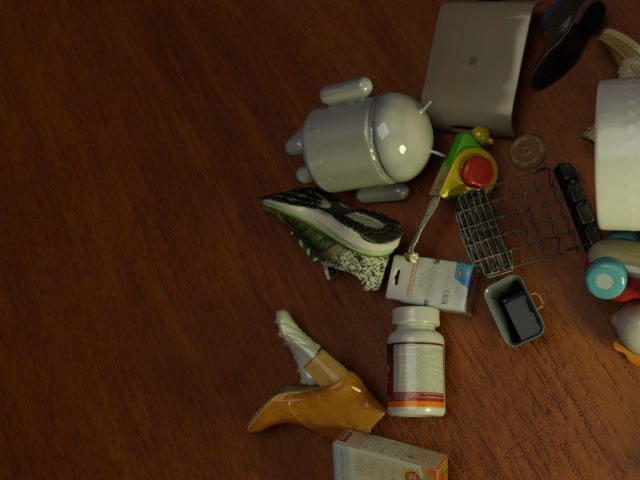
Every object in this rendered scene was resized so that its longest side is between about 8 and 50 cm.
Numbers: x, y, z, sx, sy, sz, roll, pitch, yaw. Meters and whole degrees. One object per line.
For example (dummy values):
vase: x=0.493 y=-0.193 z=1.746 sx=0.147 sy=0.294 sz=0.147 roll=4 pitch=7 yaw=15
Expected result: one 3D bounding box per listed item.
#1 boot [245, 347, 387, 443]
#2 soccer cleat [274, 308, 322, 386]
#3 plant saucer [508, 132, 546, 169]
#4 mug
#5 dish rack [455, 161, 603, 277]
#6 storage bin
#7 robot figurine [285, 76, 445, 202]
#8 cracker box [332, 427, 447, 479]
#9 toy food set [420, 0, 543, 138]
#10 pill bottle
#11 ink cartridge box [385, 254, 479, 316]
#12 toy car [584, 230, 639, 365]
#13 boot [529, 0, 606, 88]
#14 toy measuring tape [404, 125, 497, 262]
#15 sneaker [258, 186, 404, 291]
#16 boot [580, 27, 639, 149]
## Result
boot: x=-0.011 y=0.394 z=1.879 sx=0.211 sy=0.104 sz=0.295 roll=47 pitch=114 yaw=6
soccer cleat: x=-0.039 y=0.237 z=1.960 sx=0.076 sy=0.068 sz=0.196 roll=-31 pitch=73 yaw=15
plant saucer: x=0.443 y=-0.193 z=1.855 sx=0.083 sy=0.015 sz=0.083 roll=-7 pitch=74 yaw=25
mug: x=0.673 y=-0.192 z=1.546 sx=0.328 sy=0.276 sz=0.374 roll=1 pitch=52 yaw=22
dish rack: x=0.419 y=-0.037 z=1.757 sx=0.271 sy=0.074 sz=0.208 roll=-17 pitch=68 yaw=6
storage bin: x=0.405 y=0.144 z=1.743 sx=0.098 sy=0.091 sz=0.135 roll=-30 pitch=67 yaw=17
robot figurine: x=0.100 y=-0.216 z=1.918 sx=0.353 sy=0.300 sz=0.200 roll=-8 pitch=31 yaw=31
cracker box: x=0.142 y=0.489 z=1.763 sx=0.232 sy=0.067 sz=0.156 roll=8 pitch=113 yaw=27
toy food set: x=0.356 y=-0.384 z=1.912 sx=0.219 sy=0.092 sz=0.306 roll=11 pitch=90 yaw=33
pill bottle: x=0.199 y=0.254 z=1.801 sx=0.121 sy=0.121 sz=0.221 roll=-6 pitch=74 yaw=25
ink cartridge box: x=0.241 y=0.095 z=1.856 sx=0.180 sy=0.060 sz=0.104 roll=8 pitch=80 yaw=28
toy car: x=0.593 y=0.129 z=1.621 sx=0.210 sy=0.219 sz=0.238 roll=13 pitch=113 yaw=24
boot: x=0.511 y=-0.434 z=1.866 sx=0.219 sy=0.082 sz=0.106 roll=-51 pitch=37 yaw=15
toy measuring tape: x=0.294 y=-0.087 z=1.847 sx=0.121 sy=0.121 sz=0.330 roll=24 pitch=89 yaw=29
sneaker: x=0.000 y=0.000 z=1.961 sx=0.410 sy=0.158 sz=0.182 roll=26 pitch=118 yaw=41
boot: x=0.602 y=-0.286 z=1.756 sx=0.203 sy=0.095 sz=0.262 roll=-42 pitch=69 yaw=12
